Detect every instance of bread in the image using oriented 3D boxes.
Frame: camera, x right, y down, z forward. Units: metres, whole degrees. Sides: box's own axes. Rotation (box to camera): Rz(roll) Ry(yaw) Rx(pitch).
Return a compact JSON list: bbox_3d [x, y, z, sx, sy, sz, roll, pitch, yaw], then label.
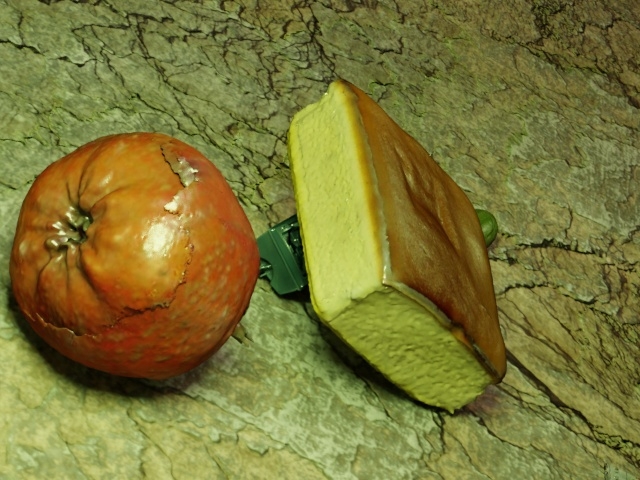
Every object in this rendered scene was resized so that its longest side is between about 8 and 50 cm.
[{"bbox_3d":[0.098,0.010,2.045,0.323,0.143,0.333,40,30,-46],"label":"bread"}]

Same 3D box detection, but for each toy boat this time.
[{"bbox_3d":[0.000,0.000,2.138,0.093,0.103,0.246,63,30,0],"label":"toy boat"}]

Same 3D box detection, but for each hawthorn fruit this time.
[{"bbox_3d":[-0.181,0.038,1.792,0.307,0.276,0.276,42,21,-41],"label":"hawthorn fruit"}]

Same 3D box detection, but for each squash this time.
[{"bbox_3d":[0.194,0.005,2.331,0.069,0.069,0.239,42,32,11],"label":"squash"}]

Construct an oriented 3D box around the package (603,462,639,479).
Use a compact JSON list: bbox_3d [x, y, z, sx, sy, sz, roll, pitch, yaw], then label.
[{"bbox_3d":[0.427,0.331,2.164,0.110,0.015,0.037,25,38,-12],"label":"package"}]
